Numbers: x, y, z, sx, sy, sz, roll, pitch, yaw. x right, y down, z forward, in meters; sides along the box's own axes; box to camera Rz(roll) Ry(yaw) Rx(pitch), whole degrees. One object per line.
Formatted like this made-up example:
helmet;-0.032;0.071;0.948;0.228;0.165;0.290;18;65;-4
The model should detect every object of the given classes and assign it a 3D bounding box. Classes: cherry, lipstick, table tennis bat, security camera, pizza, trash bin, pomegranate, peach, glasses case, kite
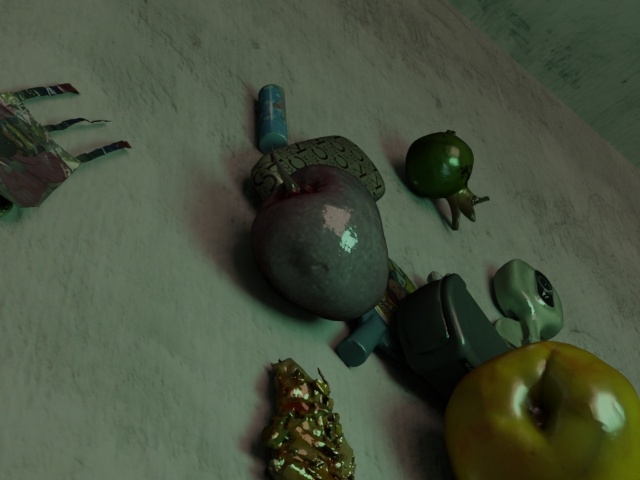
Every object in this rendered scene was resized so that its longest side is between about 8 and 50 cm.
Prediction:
cherry;0.000;0.000;1.768;0.266;0.184;0.213;52;37;-16
lipstick;-0.080;-0.202;2.086;0.048;0.048;0.158;35;28;-27
table tennis bat;0.095;0.115;1.931;0.215;0.044;0.329;53;24;-2
security camera;0.389;0.154;2.310;0.157;0.080;0.301;40;29;-19
pizza;-0.005;0.238;1.563;0.147;0.069;0.226;38;27;-16
trash bin;0.213;0.168;1.926;0.236;0.101;0.176;50;24;-30
pomegranate;0.247;-0.119;2.404;0.191;0.131;0.152;61;24;8
peach;0.326;0.303;1.773;0.308;0.289;0.289;65;6;-49
glasses case;0.002;-0.096;2.023;0.137;0.085;0.355;51;25;8
kite;-0.359;-0.138;1.565;0.204;0.022;0.360;42;22;5

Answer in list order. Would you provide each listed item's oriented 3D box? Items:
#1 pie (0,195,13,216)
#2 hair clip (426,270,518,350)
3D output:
pie;-0.385;-0.058;1.428;0.085;0.017;0.085;37;28;-24
hair clip;0.272;0.157;2.127;0.257;0.075;0.146;49;22;16
